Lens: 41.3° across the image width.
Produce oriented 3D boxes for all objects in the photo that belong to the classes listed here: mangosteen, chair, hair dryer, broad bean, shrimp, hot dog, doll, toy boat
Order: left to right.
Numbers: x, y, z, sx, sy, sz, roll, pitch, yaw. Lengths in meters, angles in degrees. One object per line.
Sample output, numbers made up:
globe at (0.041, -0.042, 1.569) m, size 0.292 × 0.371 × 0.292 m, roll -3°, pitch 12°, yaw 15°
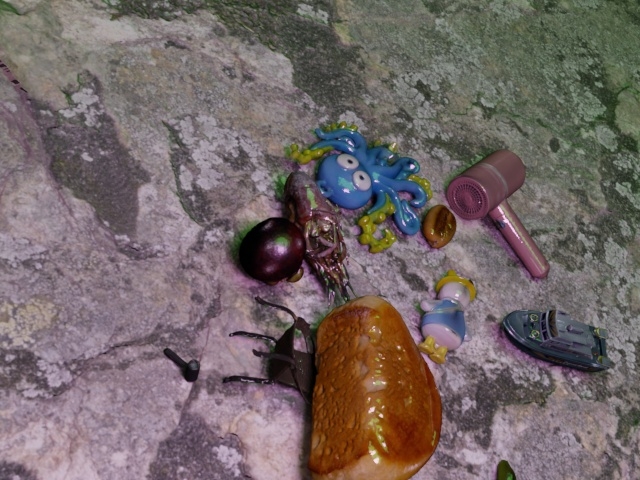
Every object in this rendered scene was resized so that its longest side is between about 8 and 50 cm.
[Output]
hair dryer at (-0.266, 0.231, 1.628) m, size 0.083 × 0.047 × 0.026 m, roll 38°, pitch 48°, yaw 16°
mangosteen at (-0.094, 0.028, 1.787) m, size 0.152 × 0.152 × 0.152 m, roll 14°, pitch 54°, yaw -21°
chair at (-0.069, 0.226, 1.676) m, size 0.213 × 0.149 × 0.174 m, roll 20°, pitch 48°, yaw -23°
shrimp at (0.003, 0.001, 1.862) m, size 0.116 × 0.145 × 0.343 m, roll -14°, pitch 73°, yaw -32°
doll at (0.121, -0.151, 2.052) m, size 0.341 × 0.099 × 0.346 m, roll -22°, pitch 76°, yaw -36°
hot dog at (0.112, 0.319, 1.673) m, size 0.223 × 0.185 × 0.405 m, roll 31°, pitch 46°, yaw -33°
hot dog at (0.293, -0.040, 2.103) m, size 0.090 × 0.060 × 0.140 m, roll 37°, pitch 54°, yaw -20°
doll at (0.295, 0.166, 1.947) m, size 0.135 × 0.098 × 0.241 m, roll 17°, pitch 49°, yaw 10°
broad bean at (0.382, 0.566, 1.775) m, size 0.069 × 0.039 × 0.226 m, roll 27°, pitch 51°, yaw -4°
hair dryer at (0.498, -0.053, 2.207) m, size 0.210 × 0.125 × 0.352 m, roll -33°, pitch 89°, yaw -41°
toy boat at (0.566, 0.231, 2.039) m, size 0.296 × 0.122 × 0.114 m, roll 18°, pitch 54°, yaw -18°
